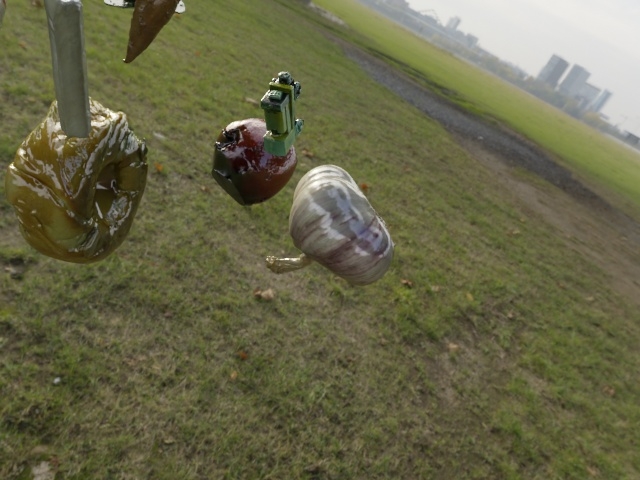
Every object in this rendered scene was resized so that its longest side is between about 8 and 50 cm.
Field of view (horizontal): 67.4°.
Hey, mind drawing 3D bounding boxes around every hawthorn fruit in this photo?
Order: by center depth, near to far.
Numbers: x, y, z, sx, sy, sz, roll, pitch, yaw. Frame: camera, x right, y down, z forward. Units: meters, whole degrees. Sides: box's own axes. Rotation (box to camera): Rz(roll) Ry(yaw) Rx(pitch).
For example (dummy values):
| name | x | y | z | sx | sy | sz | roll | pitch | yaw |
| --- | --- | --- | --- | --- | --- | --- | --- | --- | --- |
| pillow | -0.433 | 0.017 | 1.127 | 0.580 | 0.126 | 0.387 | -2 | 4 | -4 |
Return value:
| name | x | y | z | sx | sy | sz | roll | pitch | yaw |
| --- | --- | --- | --- | --- | --- | --- | --- | --- | --- |
| hawthorn fruit | -0.234 | -0.269 | 1.668 | 0.316 | 0.316 | 0.316 | 23 | 26 | -12 |

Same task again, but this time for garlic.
| name | x | y | z | sx | sy | sz | roll | pitch | yaw |
| --- | --- | --- | --- | --- | --- | --- | --- | --- | --- |
| garlic | 0.000 | 0.000 | 0.925 | 0.245 | 0.253 | 0.245 | 54 | 14 | -20 |

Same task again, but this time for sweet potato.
| name | x | y | z | sx | sy | sz | roll | pitch | yaw |
| --- | --- | --- | --- | --- | --- | --- | --- | --- | --- |
| sweet potato | -0.309 | -0.410 | 0.874 | 0.068 | 0.206 | 0.060 | 10 | 38 | -48 |

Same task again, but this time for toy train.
| name | x | y | z | sx | sy | sz | roll | pitch | yaw |
| --- | --- | --- | --- | --- | --- | --- | --- | --- | --- |
| toy train | -0.061 | -0.194 | 0.741 | 0.050 | 0.122 | 0.081 | 17 | 52 | 15 |

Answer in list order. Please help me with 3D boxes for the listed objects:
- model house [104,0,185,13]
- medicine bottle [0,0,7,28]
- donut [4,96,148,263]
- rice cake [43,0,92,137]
| name | x | y | z | sx | sy | sz | roll | pitch | yaw |
| --- | --- | --- | --- | --- | --- | --- | --- | --- | --- |
| model house | -0.362 | -0.540 | 0.981 | 0.167 | 0.088 | 0.117 | -5 | 56 | -26 |
| medicine bottle | -0.599 | -0.320 | 0.767 | 0.131 | 0.131 | 0.250 | 12 | 73 | -31 |
| donut | -0.512 | -0.131 | 1.046 | 0.170 | 0.360 | 0.360 | 15 | 26 | 3 |
| rice cake | -0.401 | -0.269 | 0.764 | 0.057 | 0.256 | 0.052 | 41 | 48 | 16 |
